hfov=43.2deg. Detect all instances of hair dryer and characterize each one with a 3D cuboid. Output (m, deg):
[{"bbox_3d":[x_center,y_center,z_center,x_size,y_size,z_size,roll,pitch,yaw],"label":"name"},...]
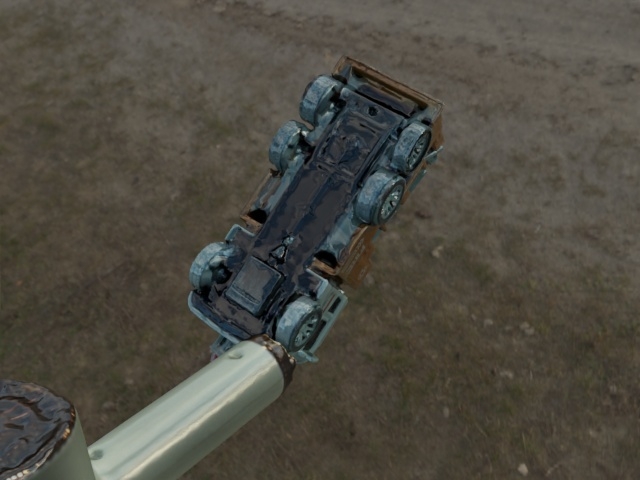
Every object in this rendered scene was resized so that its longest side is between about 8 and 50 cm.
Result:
[{"bbox_3d":[-0.131,0.164,0.606,0.128,0.203,0.362,9,26,35],"label":"hair dryer"}]

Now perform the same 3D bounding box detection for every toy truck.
[{"bbox_3d":[0.000,0.000,0.841,0.133,0.184,0.338,31,85,22],"label":"toy truck"}]

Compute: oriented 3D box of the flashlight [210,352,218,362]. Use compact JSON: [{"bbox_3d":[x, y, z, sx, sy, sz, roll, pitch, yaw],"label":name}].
[{"bbox_3d":[-0.118,0.180,1.156,0.051,0.051,0.129,-46,22,-20],"label":"flashlight"}]
